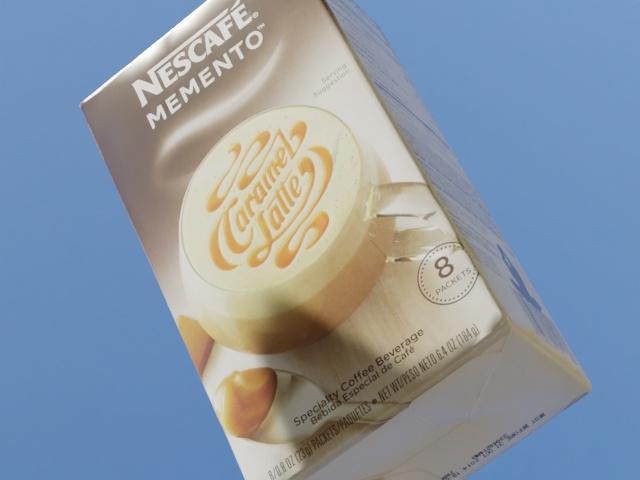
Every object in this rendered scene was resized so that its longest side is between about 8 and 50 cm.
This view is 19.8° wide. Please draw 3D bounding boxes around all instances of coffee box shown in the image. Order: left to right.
[{"bbox_3d":[0.000,0.000,0.862,0.098,0.141,0.246,35,-158,-53],"label":"coffee box"}]
